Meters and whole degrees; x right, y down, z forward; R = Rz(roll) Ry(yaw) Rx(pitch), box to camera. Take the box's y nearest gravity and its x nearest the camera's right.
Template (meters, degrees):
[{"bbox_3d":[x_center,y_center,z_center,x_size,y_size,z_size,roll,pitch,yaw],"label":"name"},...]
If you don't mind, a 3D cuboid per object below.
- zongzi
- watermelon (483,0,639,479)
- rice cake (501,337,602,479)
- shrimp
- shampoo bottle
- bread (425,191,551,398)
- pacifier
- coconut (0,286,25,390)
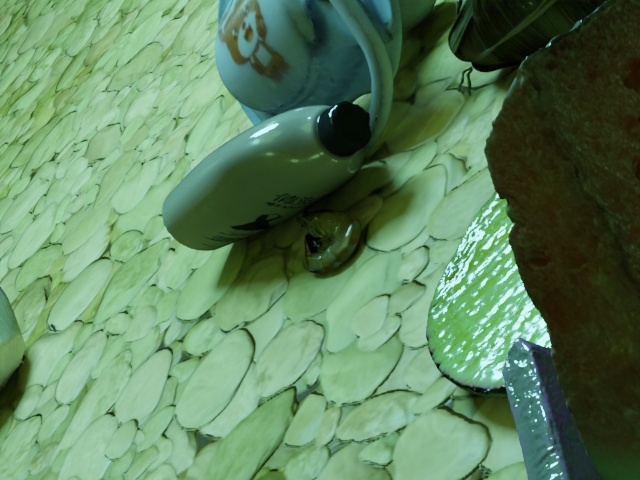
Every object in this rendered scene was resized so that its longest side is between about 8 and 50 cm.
[{"bbox_3d":[0.131,-0.210,1.212,0.187,0.184,0.084,-11,44,52],"label":"zongzi"},{"bbox_3d":[0.175,-0.017,0.801,0.139,0.257,0.193,-5,41,52],"label":"watermelon"},{"bbox_3d":[0.136,0.137,0.868,0.036,0.047,0.207,-31,37,22],"label":"rice cake"},{"bbox_3d":[0.000,0.000,1.325,0.108,0.023,0.059,9,70,62],"label":"shrimp"},{"bbox_3d":[-0.043,-0.059,1.367,0.257,0.127,0.078,-31,60,50],"label":"shampoo bottle"},{"bbox_3d":[0.166,0.012,1.031,0.228,0.033,0.228,-37,30,25],"label":"bread"},{"bbox_3d":[0.023,-0.193,1.429,0.207,0.227,0.279,-27,-11,-35],"label":"pacifier"},{"bbox_3d":[-0.395,0.107,1.653,0.162,0.161,0.161,-49,25,-4],"label":"coconut"}]
